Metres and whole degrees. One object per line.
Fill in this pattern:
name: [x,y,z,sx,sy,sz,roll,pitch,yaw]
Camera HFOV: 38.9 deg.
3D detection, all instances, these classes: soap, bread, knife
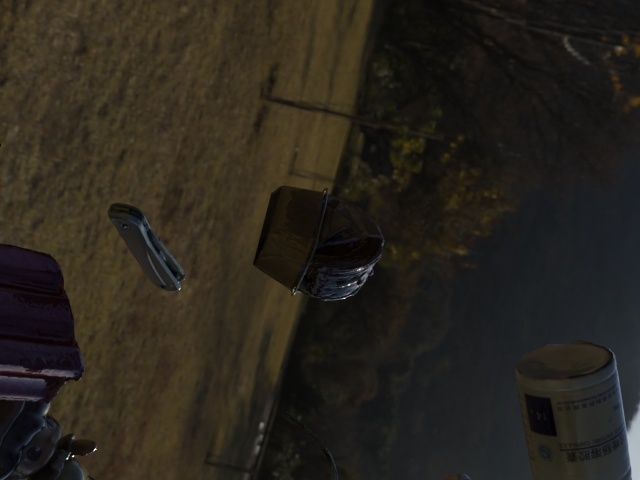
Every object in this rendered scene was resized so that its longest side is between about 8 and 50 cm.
soap: [-0.548,0.111,1.362,0.360,0.128,0.232,19,43,-52]
bread: [0.000,0.000,1.569,0.224,0.212,0.142,-79,-171,-52]
knife: [-0.300,0.015,1.603,0.265,0.073,0.040,69,36,-57]

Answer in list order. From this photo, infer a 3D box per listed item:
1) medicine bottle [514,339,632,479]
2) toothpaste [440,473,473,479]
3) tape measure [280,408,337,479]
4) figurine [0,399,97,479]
medicine bottle: [0.494,0.382,1.752,0.190,0.190,0.332,-52,131,-72]
toothpaste: [0.172,0.389,0.924,0.056,0.058,0.314,40,30,-41]
tape measure: [-0.009,0.443,1.671,0.164,0.084,0.330,16,44,-54]
figurine: [-0.553,0.381,1.689,0.380,0.203,0.248,56,36,-30]
